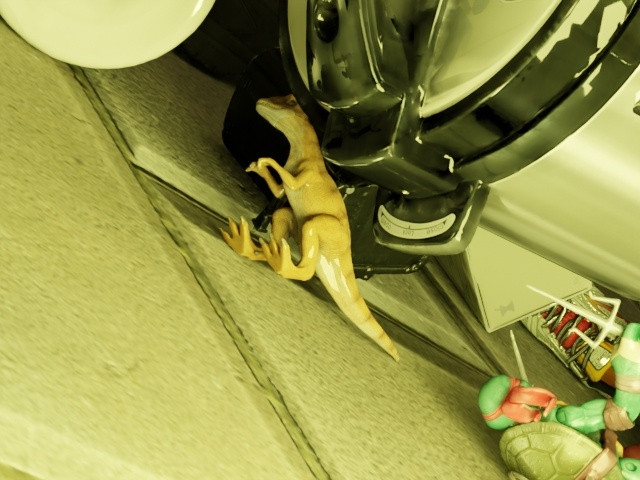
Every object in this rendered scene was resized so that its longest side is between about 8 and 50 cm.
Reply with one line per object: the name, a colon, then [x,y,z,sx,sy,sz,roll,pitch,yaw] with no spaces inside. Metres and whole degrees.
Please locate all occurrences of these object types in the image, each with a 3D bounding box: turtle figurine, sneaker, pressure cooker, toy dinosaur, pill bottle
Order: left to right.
pill bottle: [-0.157,-0.249,1.374,0.176,0.176,0.318,39,12,-13]
sneaker: [-0.039,-0.202,1.707,0.109,0.130,0.286,47,11,29]
toy dinosaur: [0.000,0.000,1.230,0.112,0.064,0.212,-22,95,-39]
pressure cooker: [0.172,-0.170,1.212,0.420,0.375,0.370,25,34,-35]
sneaker: [0.259,0.084,1.753,0.225,0.088,0.093,38,14,-20]
turtle figurine: [0.186,0.143,1.257,0.234,0.118,0.175,42,-32,-10]

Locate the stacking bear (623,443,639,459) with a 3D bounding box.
stacking bear: [0.402,0.150,1.485,0.175,0.289,0.164,44,12,10]

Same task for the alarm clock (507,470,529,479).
alarm clock: [0.196,0.215,1.165,0.192,0.064,0.129,41,12,7]

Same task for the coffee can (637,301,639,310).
coffee can: [0.427,0.110,1.720,0.201,0.201,0.275,52,-6,39]

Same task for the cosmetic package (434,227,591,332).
cosmetic package: [0.134,-0.072,1.701,0.309,0.113,0.160,-123,-167,-52]

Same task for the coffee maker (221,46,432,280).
coffee maker: [-0.001,-0.068,1.377,0.171,0.120,0.178,29,17,-46]
